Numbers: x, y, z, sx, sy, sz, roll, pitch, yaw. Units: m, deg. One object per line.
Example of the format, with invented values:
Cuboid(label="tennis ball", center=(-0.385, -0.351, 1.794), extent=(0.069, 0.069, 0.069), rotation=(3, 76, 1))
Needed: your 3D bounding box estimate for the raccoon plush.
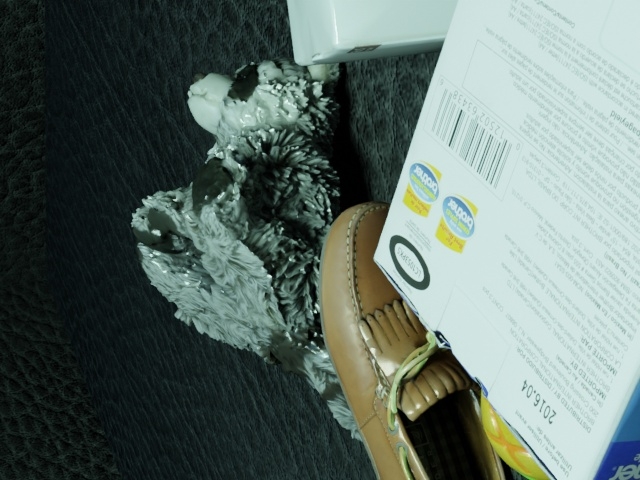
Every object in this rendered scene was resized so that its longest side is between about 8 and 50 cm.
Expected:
Cuboid(label="raccoon plush", center=(0.000, 0.000, 1.283), extent=(0.446, 0.299, 0.216), rotation=(52, 144, -14))

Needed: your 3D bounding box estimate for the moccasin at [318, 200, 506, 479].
Cuboid(label="moccasin", center=(0.097, 0.143, 1.080), extent=(0.147, 0.139, 0.380), rotation=(-27, 70, 52))

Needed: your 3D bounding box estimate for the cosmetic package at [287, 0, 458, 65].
Cuboid(label="cosmetic package", center=(0.041, -0.342, 0.942), extent=(0.217, 0.156, 0.385), rotation=(-145, 46, -78))

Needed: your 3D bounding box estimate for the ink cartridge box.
Cuboid(label="ink cartridge box", center=(0.182, -0.030, 0.723), extent=(0.270, 0.151, 0.395), rotation=(53, 133, 49))

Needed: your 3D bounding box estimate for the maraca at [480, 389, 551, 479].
Cuboid(label="maraca", center=(0.193, 0.109, 0.898), extent=(0.127, 0.099, 0.185), rotation=(42, 120, 24))
